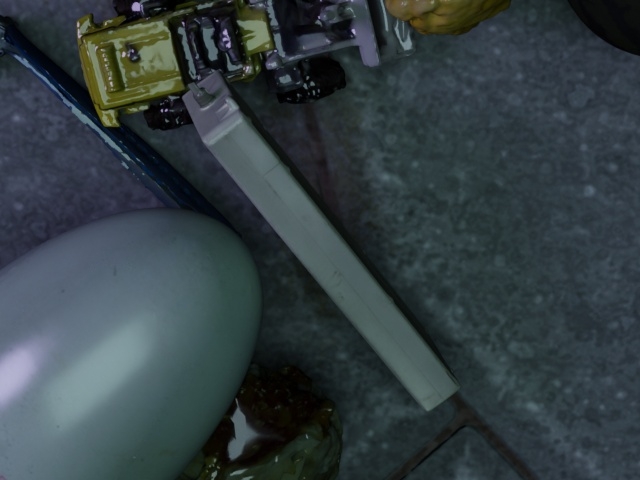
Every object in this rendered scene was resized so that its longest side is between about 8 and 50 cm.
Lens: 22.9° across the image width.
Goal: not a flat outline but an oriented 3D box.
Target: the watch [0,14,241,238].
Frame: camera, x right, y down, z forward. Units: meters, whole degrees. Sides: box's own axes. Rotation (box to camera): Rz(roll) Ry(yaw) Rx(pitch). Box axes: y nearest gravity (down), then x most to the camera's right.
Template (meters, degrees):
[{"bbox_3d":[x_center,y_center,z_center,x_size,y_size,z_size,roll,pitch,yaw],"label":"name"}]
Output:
[{"bbox_3d":[-0.241,-0.069,1.376,0.276,0.068,0.274,-19,101,3],"label":"watch"}]

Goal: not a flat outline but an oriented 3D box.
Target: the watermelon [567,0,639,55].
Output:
[{"bbox_3d":[0.284,-0.249,1.275,0.212,0.212,0.212,0,101,-1],"label":"watermelon"}]

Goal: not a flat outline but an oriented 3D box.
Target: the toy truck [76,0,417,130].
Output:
[{"bbox_3d":[-0.062,-0.173,1.336,0.286,0.111,0.136,-14,99,0],"label":"toy truck"}]

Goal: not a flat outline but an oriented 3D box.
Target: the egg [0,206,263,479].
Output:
[{"bbox_3d":[-0.201,0.118,1.291,0.371,0.230,0.230,-43,99,15],"label":"egg"}]

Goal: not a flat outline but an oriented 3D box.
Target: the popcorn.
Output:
[{"bbox_3d":[0.110,-0.242,1.298,0.152,0.167,0.148,16,107,23],"label":"popcorn"}]

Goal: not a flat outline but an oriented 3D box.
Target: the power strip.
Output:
[{"bbox_3d":[0.000,0.000,1.319,0.043,0.106,0.367,-37,119,4],"label":"power strip"}]

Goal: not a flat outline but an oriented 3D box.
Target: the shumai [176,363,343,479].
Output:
[{"bbox_3d":[-0.058,0.199,1.394,0.184,0.142,0.184,0,98,1],"label":"shumai"}]
